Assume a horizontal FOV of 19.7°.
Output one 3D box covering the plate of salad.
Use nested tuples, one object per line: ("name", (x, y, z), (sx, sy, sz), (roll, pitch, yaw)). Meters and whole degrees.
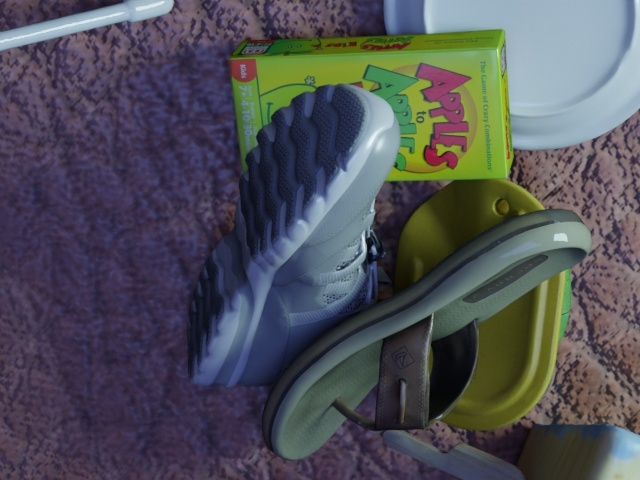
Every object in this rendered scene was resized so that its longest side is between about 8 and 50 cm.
("plate of salad", (0.142, -0.157, 1.239), (0.200, 0.048, 0.200), (4, 114, 10))

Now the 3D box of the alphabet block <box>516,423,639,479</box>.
("alphabet block", (0.214, 0.250, 1.251), (0.192, 0.193, 0.197), (25, 81, -5))

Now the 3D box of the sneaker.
("sneaker", (0.000, 0.000, 1.234), (0.115, 0.105, 0.281), (9, 142, -19))

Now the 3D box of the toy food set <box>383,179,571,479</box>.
("toy food set", (0.119, 0.060, 1.298), (0.128, 0.071, 0.218), (13, 101, 29))

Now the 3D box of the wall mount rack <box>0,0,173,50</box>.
("wall mount rack", (-0.252, -0.229, 1.165), (0.304, 0.130, 0.350), (3, 121, 2))

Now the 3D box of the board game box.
("board game box", (0.035, -0.089, 1.241), (0.181, 0.043, 0.092), (-1, 112, 13))

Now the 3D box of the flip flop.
("flip flop", (0.072, 0.077, 1.225), (0.277, 0.112, 0.080), (-35, 72, 23))
